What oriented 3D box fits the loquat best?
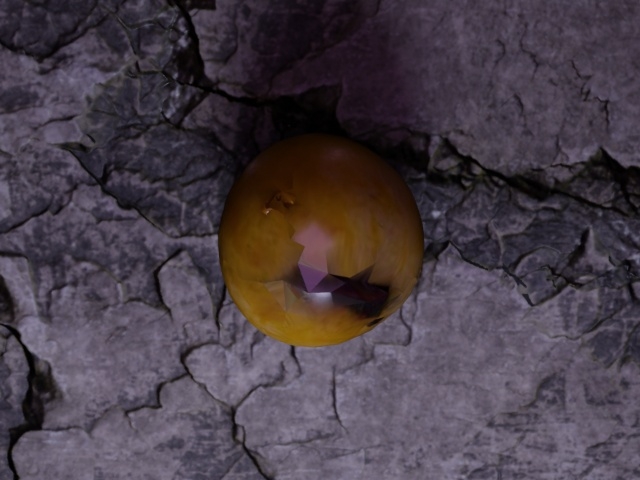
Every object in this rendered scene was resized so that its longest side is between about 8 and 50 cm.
[{"bbox_3d":[0.000,0.000,1.794,0.235,0.235,0.235,-2,105,-6],"label":"loquat"}]
